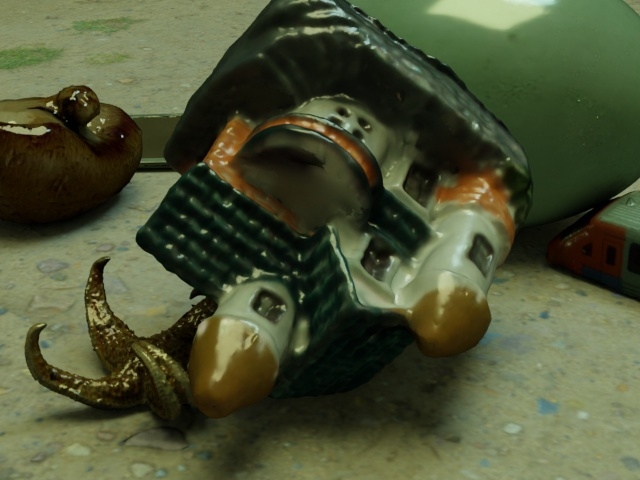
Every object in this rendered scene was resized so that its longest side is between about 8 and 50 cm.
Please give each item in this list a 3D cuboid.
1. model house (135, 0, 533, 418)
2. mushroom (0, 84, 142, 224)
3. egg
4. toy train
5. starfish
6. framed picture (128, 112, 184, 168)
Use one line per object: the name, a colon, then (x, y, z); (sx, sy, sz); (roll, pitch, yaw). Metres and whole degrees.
model house: (0.000, 0.000, 0.666); (0.271, 0.190, 0.301); (40, 37, -10)
mushroom: (-0.303, -0.090, 1.033); (0.194, 0.138, 0.231); (-3, 9, 28)
egg: (0.154, -0.148, 0.960); (0.388, 0.276, 0.276); (9, 25, 15)
toy train: (0.375, 0.034, 0.783); (0.086, 0.089, 0.409); (-26, 35, -36)
starfish: (-0.125, 0.067, 0.723); (0.146, 0.074, 0.190); (11, 26, 20)
framed picture: (-0.140, -0.134, 1.254); (0.273, 0.016, 0.216); (-1, 24, -1)
